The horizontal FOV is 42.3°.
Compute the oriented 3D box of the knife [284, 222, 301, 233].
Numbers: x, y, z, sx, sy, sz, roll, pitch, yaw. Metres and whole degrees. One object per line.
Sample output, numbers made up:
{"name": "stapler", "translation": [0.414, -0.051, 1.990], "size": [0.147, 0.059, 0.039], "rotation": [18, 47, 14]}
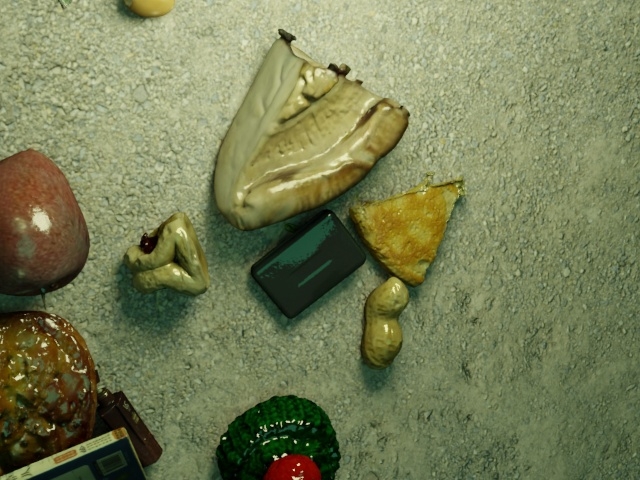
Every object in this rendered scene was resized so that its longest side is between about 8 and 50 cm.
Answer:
{"name": "knife", "translation": [0.000, 0.000, 1.871], "size": [0.184, 0.026, 0.022], "rotation": [23, 53, -20]}

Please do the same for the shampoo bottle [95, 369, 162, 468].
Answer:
{"name": "shampoo bottle", "translation": [-0.426, 0.382, 1.774], "size": [0.067, 0.068, 0.236], "rotation": [-34, 112, -11]}

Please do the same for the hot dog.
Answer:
{"name": "hot dog", "translation": [-0.591, 0.335, 1.641], "size": [0.266, 0.174, 0.388], "rotation": [1, 102, -35]}

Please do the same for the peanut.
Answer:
{"name": "peanut", "translation": [0.147, 0.193, 1.919], "size": [0.103, 0.098, 0.230], "rotation": [9, 102, 16]}

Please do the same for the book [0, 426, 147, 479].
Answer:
{"name": "book", "translation": [-0.570, 0.546, 1.686], "size": [0.427, 0.039, 0.300], "rotation": [-20, 141, -15]}

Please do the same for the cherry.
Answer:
{"name": "cherry", "translation": [-0.550, -0.021, 1.544], "size": [0.221, 0.261, 0.308], "rotation": [-6, 86, -4]}

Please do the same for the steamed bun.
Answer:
{"name": "steamed bun", "translation": [-0.324, 0.044, 1.712], "size": [0.155, 0.141, 0.172], "rotation": [-19, 105, -1]}

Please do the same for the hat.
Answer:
{"name": "hat", "translation": [-0.068, 0.494, 1.782], "size": [0.274, 0.332, 0.242], "rotation": [-28, 107, -10]}

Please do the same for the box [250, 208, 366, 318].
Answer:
{"name": "box", "translation": [-0.027, 0.052, 1.841], "size": [0.230, 0.050, 0.160], "rotation": [-38, 111, 0]}

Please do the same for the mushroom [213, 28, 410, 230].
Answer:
{"name": "mushroom", "translation": [-0.036, -0.183, 1.742], "size": [0.313, 0.224, 0.397], "rotation": [25, 99, -37]}

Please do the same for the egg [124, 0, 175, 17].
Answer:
{"name": "egg", "translation": [-0.334, -0.477, 1.620], "size": [0.096, 0.080, 0.080], "rotation": [10, 98, -37]}

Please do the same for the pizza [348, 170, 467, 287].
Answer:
{"name": "pizza", "translation": [0.231, -0.046, 1.922], "size": [0.287, 0.075, 0.280], "rotation": [-38, 115, -11]}

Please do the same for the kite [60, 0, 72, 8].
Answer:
{"name": "kite", "translation": [-0.455, -0.556, 1.595], "size": [0.250, 0.012, 0.229], "rotation": [14, 100, -22]}
